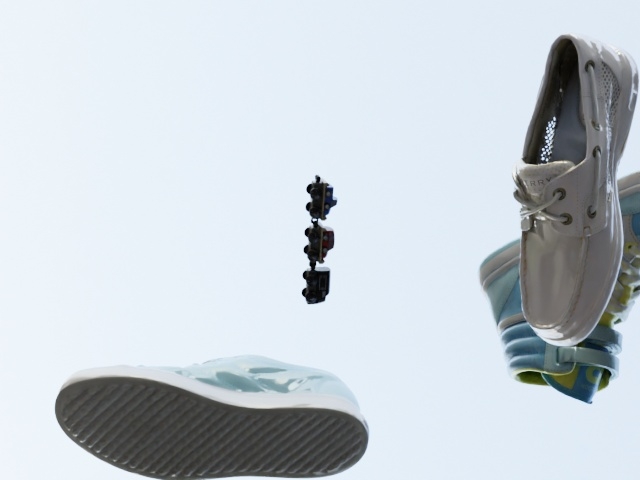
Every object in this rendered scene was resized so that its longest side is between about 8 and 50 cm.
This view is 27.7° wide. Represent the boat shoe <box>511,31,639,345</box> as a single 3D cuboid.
[{"bbox_3d":[0.209,-0.048,1.149,0.098,0.096,0.277,0,-101,46],"label":"boat shoe"}]

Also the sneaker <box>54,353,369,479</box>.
[{"bbox_3d":[-0.130,0.199,1.552,0.150,0.365,0.135,-107,-150,-67],"label":"sneaker"}]

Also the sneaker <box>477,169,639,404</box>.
[{"bbox_3d":[0.325,0.062,1.435,0.319,0.127,0.208,-34,-132,36],"label":"sneaker"}]

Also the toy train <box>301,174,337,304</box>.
[{"bbox_3d":[0.000,0.000,1.517,0.027,0.036,0.158,-127,-143,-66],"label":"toy train"}]
